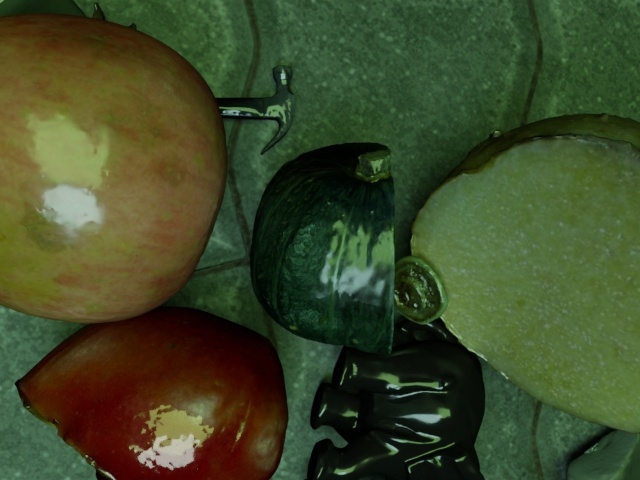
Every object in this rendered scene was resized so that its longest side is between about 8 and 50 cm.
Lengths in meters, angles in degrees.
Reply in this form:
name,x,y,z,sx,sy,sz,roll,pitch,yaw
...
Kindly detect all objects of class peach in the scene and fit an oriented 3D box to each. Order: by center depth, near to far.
name,x,y,z,sx,sy,sz,roll,pitch,yaw
peach,-0.213,0.223,0.724,0.339,0.281,0.280,3,89,-15

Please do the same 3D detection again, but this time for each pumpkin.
name,x,y,z,sx,sy,sz,roll,pitch,yaw
pumpkin,0.000,0.000,0.762,0.197,0.293,0.263,1,117,0

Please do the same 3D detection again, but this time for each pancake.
name,x,y,z,sx,sy,sz,roll,pitch,yaw
pancake,0.141,0.075,0.819,0.017,0.108,0.107,-25,95,-45

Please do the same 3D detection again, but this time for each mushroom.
name,x,y,z,sx,sy,sz,roll,pitch,yaw
mushroom,0.521,0.498,0.936,0.159,0.122,0.328,-18,93,-2

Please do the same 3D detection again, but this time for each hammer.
name,x,y,z,sx,sy,sz,roll,pitch,yaw
hammer,-0.183,-0.199,0.851,0.290,0.037,0.137,-3,88,-11

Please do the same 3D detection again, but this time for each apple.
name,x,y,z,sx,sy,sz,roll,pitch,yaw
apple,-0.292,-0.080,0.654,0.364,0.364,0.363,0,89,-11

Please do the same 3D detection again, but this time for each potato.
name,x,y,z,sx,sy,sz,roll,pitch,yaw
potato,0.389,-0.001,0.785,0.442,0.385,0.319,30,38,25

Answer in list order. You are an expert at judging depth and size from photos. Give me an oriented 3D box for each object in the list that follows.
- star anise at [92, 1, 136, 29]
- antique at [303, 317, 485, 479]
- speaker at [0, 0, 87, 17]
name,x,y,z,sx,sy,sz,roll,pitch,yaw
star anise,-0.325,-0.277,0.819,0.141,0.042,0.140,0,85,-2
antique,0.122,0.270,0.830,0.255,0.185,0.321,20,81,-8
speaker,-0.503,-0.383,0.697,0.183,0.184,0.406,-45,92,-6
